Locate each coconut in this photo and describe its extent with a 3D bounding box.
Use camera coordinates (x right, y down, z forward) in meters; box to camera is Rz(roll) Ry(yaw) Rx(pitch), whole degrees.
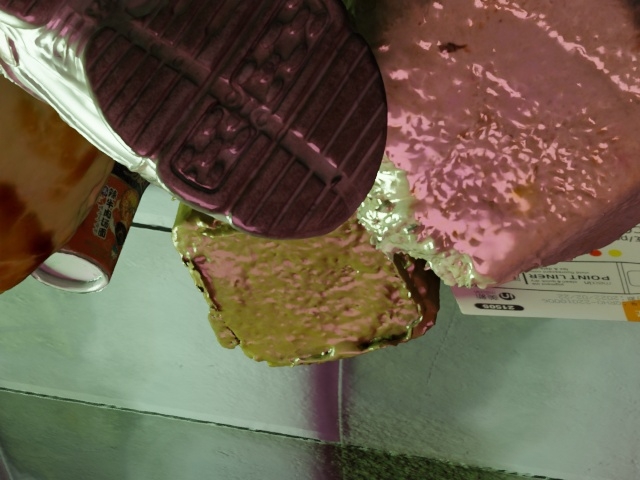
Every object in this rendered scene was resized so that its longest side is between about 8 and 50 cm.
[{"bbox_3d":[0.123,-0.126,1.343,0.297,0.309,0.297,0,110,-1],"label":"coconut"}]

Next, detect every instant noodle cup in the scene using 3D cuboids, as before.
[{"bbox_3d":[-0.240,-0.026,1.795,0.127,0.135,0.127,8,151,5],"label":"instant noodle cup"}]

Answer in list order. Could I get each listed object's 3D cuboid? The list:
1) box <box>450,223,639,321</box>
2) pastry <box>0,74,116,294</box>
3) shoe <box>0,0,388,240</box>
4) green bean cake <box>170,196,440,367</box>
[{"bbox_3d":[0.246,-0.011,1.690,0.274,0.091,0.221,0,149,21],"label":"box"},{"bbox_3d":[-0.359,-0.109,1.520,0.389,0.312,0.388,5,149,3],"label":"pastry"},{"bbox_3d":[-0.105,-0.131,1.210,0.351,0.172,0.198,44,168,7],"label":"shoe"},{"bbox_3d":[-0.012,0.003,1.737,0.224,0.131,0.229,-11,132,19],"label":"green bean cake"}]
